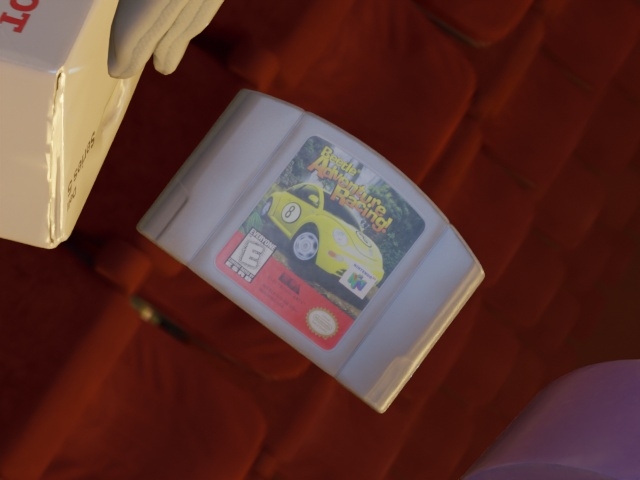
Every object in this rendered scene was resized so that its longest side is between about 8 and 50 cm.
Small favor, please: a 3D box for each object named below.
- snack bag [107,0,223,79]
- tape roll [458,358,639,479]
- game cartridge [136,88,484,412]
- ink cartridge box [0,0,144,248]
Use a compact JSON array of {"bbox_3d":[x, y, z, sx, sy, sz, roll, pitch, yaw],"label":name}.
[{"bbox_3d":[0.043,-0.243,0.363,0.342,0.037,0.323,-34,-142,57],"label":"snack bag"},{"bbox_3d":[0.142,0.150,0.530,0.080,0.189,0.189,-38,167,-41],"label":"tape roll"},{"bbox_3d":[0.000,0.000,1.198,0.196,0.294,0.060,-54,-176,-7],"label":"game cartridge"},{"bbox_3d":[-0.229,-0.126,0.623,0.198,0.272,0.115,-78,-179,-46],"label":"ink cartridge box"}]
